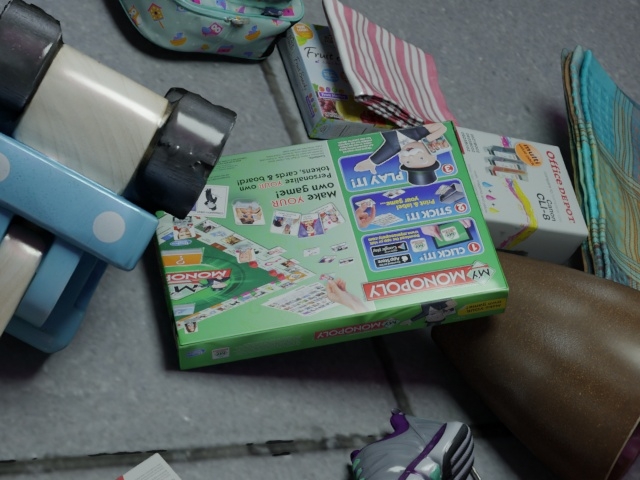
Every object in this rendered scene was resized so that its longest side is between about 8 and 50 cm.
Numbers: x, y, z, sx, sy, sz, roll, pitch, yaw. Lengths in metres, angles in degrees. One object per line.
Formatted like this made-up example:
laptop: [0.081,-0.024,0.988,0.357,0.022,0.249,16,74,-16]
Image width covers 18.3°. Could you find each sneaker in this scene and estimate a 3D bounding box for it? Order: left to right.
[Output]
sneaker: [0.052,0.245,1.829,0.098,0.083,0.223,16,44,30]

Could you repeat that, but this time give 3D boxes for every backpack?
backpack: [-0.121,-0.284,2.112,0.188,0.144,0.166,-5,62,-33]

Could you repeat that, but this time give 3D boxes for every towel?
towel: [0.082,-0.185,2.191,0.197,0.029,0.144,24,38,-48]
towel: [0.368,-0.020,2.208,0.271,0.040,0.370,38,35,-33]

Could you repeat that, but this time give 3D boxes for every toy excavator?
toy excavator: [-0.268,0.037,1.693,0.222,0.445,0.433,27,2,-9]

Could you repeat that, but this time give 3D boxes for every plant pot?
plant pot: [0.233,0.113,1.971,0.230,0.215,0.215,31,41,15]

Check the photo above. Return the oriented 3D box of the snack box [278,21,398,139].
snack box: [0.018,-0.173,2.181,0.100,0.037,0.141,6,50,-32]

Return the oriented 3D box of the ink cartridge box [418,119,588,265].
ink cartridge box: [0.166,-0.029,2.085,0.176,0.127,0.128,9,49,-29]

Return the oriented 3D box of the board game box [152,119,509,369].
board game box: [0.000,0.000,1.915,0.317,0.046,0.213,-9,56,-9]

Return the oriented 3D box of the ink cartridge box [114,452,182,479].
ink cartridge box: [-0.136,0.263,1.680,0.135,0.056,0.099,47,44,12]

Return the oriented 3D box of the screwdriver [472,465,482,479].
screwdriver: [0.165,0.248,1.925,0.025,0.024,0.170,31,25,-53]
